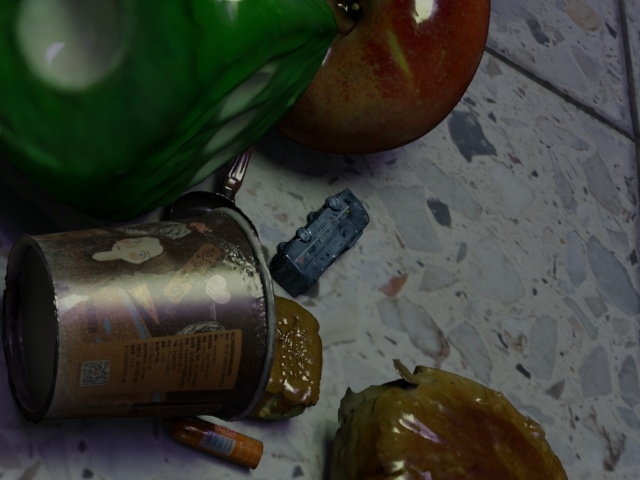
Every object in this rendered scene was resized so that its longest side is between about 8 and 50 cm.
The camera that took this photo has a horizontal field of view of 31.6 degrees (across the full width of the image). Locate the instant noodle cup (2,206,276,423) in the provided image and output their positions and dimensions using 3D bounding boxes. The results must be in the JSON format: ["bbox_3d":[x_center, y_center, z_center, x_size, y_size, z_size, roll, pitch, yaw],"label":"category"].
[{"bbox_3d":[-0.179,0.076,1.074,0.207,0.217,0.217,-2,60,-31],"label":"instant noodle cup"}]

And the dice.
[{"bbox_3d":[-0.183,-0.211,1.161,0.287,0.297,0.300,47,20,6],"label":"dice"}]

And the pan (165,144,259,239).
[{"bbox_3d":[-0.115,-0.043,1.320,0.115,0.040,0.212,28,53,-17],"label":"pan"}]

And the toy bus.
[{"bbox_3d":[0.000,0.000,1.375,0.065,0.047,0.166,48,44,-4],"label":"toy bus"}]

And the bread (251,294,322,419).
[{"bbox_3d":[-0.064,0.120,1.218,0.128,0.069,0.140,19,48,-25],"label":"bread"}]

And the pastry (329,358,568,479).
[{"bbox_3d":[0.153,0.287,1.211,0.329,0.136,0.329,21,47,-24],"label":"pastry"}]

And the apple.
[{"bbox_3d":[0.047,-0.280,1.421,0.348,0.348,0.277,47,4,2],"label":"apple"}]

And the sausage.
[{"bbox_3d":[-0.109,0.201,1.151,0.107,0.031,0.031,26,46,-20],"label":"sausage"}]
